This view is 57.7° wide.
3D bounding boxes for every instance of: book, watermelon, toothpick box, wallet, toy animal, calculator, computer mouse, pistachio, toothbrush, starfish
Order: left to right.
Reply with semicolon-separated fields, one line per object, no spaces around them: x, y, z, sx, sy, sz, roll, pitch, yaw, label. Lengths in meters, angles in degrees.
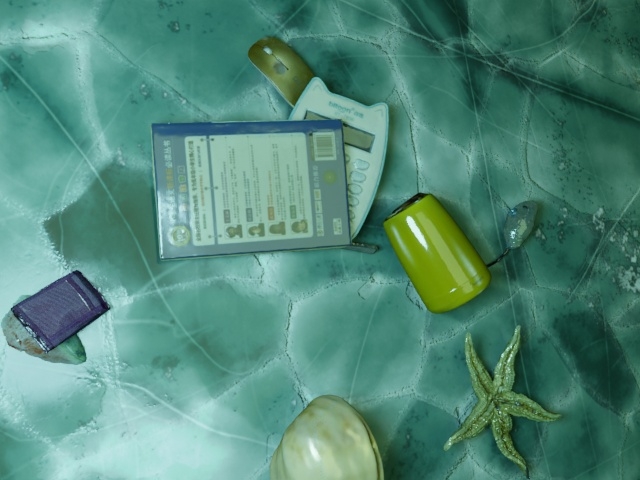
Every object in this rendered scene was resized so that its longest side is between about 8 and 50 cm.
-0.548;0.191;1.156;0.180;0.081;0.094;32;99;-6;watermelon
-0.507;0.134;1.144;0.111;0.030;0.166;54;34;-6;wallet
-0.148;-0.117;1.286;0.428;0.039;0.300;-3;89;-13;book
-0.086;-0.405;1.401;0.199;0.045;0.102;48;68;-8;computer mouse
0.000;0.000;1.380;0.297;0.030;0.030;9;70;-17;toothbrush
0.015;0.486;1.213;0.229;0.238;0.321;6;85;-58;pistachio
0.018;-0.174;1.373;0.256;0.054;0.386;18;78;-12;calculator
0.270;0.023;1.395;0.175;0.175;0.271;-32;90;-20;toothpick box
0.457;0.392;1.453;0.347;0.078;0.357;28;74;-13;starfish
0.494;-0.003;1.539;0.079;0.070;0.253;37;83;26;toy animal
